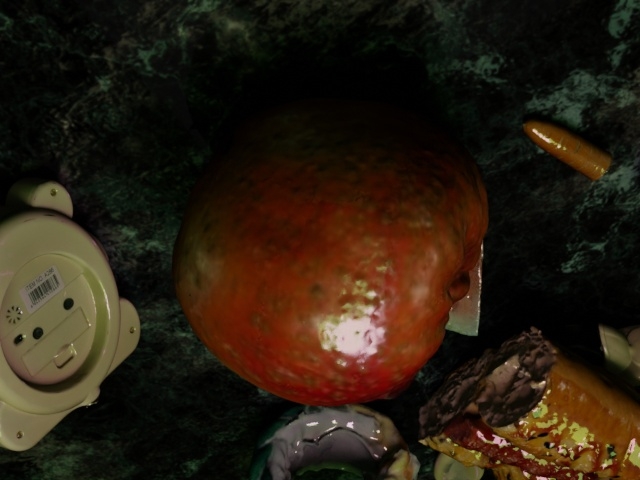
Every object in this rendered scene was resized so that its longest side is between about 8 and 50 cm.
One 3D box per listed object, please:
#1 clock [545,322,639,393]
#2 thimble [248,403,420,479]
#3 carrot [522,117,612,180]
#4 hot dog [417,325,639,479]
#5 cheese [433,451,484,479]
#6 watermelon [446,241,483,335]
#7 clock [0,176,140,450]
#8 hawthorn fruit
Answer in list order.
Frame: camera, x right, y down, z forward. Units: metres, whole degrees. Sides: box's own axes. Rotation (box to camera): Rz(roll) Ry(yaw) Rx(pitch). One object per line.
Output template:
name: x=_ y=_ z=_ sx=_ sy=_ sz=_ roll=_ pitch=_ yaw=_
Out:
clock: x=0.544 y=0.248 z=1.612 sx=0.276 sy=0.120 sz=0.379 roll=-16 pitch=136 yaw=18
thimble: x=0.021 y=0.408 z=1.612 sx=0.288 sy=0.254 sz=0.167 roll=-3 pitch=133 yaw=-5
carrot: x=0.331 y=-0.128 z=1.294 sx=0.139 sy=0.048 sz=0.048 roll=24 pitch=126 yaw=-23
hot dog: x=0.391 y=0.332 z=1.526 sx=0.365 sy=0.196 sz=0.367 roll=28 pitch=149 yaw=-11
cheese: x=0.255 y=0.384 z=1.756 sx=0.097 sy=0.037 sz=0.192 roll=-7 pitch=132 yaw=0
watermelon: x=0.195 y=0.011 z=1.365 sx=0.094 sy=0.154 sz=0.241 roll=0 pitch=119 yaw=-5
clock: x=-0.394 y=0.094 z=1.289 sx=0.114 sy=0.284 sz=0.309 roll=8 pitch=128 yaw=37
hawthorn fruit: x=0.000 y=0.000 z=1.187 sx=0.402 sy=0.403 sz=0.403 roll=-2 pitch=132 yaw=-3
